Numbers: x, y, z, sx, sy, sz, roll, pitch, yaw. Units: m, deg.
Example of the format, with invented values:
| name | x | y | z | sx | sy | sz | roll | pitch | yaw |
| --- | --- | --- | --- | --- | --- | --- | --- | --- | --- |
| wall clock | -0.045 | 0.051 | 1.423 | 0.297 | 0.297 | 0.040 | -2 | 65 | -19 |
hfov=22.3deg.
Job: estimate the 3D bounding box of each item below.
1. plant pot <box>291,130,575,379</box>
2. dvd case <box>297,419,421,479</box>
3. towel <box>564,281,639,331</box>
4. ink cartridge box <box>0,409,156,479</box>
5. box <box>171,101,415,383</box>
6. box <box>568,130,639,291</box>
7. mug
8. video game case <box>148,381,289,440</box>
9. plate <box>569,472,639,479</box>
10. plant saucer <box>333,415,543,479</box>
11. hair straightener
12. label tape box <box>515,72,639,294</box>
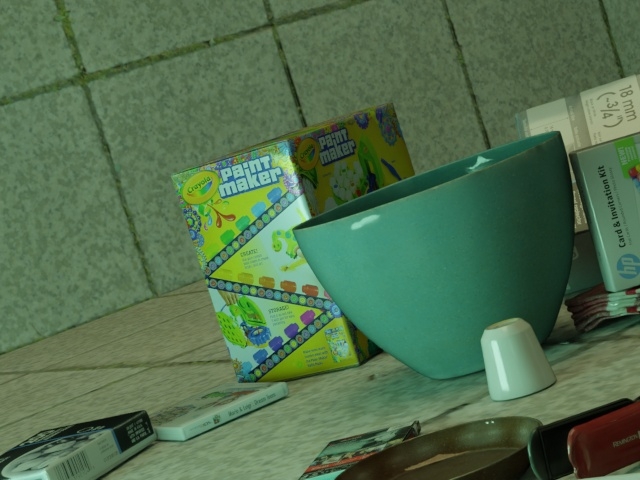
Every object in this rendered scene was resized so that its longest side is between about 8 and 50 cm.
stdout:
| name | x | y | z | sx | sy | sz | roll | pitch | yaw |
| --- | --- | --- | --- | --- | --- | --- | --- | --- | --- |
| plant pot | 0.141 | 0.028 | 1.665 | 0.290 | 0.195 | 0.290 | -21 | 4 | 2 |
| dvd case | 0.035 | 0.185 | 1.399 | 0.087 | 0.013 | 0.119 | -16 | 6 | 16 |
| towel | 0.439 | 0.025 | 1.622 | 0.329 | 0.037 | 0.237 | -12 | 7 | 46 |
| ink cartridge box | -0.315 | 0.248 | 1.754 | 0.208 | 0.045 | 0.206 | -17 | 5 | 26 |
| box | 0.000 | 0.000 | 2.028 | 0.177 | 0.279 | 0.290 | -14 | 5 | 31 |
| box | 0.355 | -0.044 | 1.615 | 0.186 | 0.145 | 0.038 | -16 | 3 | -4 |
| mug | 0.172 | 0.106 | 1.486 | 0.062 | 0.064 | 0.078 | -20 | 5 | -22 |
| video game case | -0.132 | 0.194 | 1.854 | 0.143 | 0.019 | 0.157 | -21 | 6 | -31 |
| plate | 0.061 | 0.204 | 0.906 | 0.277 | 0.045 | 0.278 | -15 | 6 | 37 |
| plant saucer | 0.090 | 0.174 | 1.227 | 0.168 | 0.029 | 0.168 | -18 | 6 | 2 |
| hair straightener | 0.232 | 0.122 | 1.186 | 0.230 | 0.047 | 0.089 | -21 | 6 | -37 |
| label tape box | 0.416 | -0.094 | 1.930 | 0.334 | 0.106 | 0.240 | -17 | 43 | 13 |
